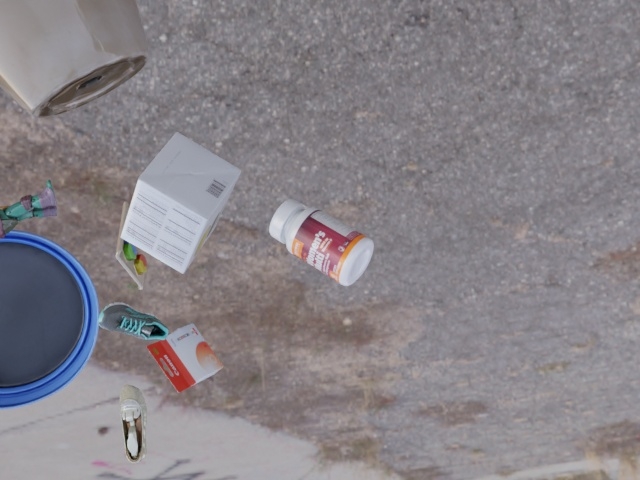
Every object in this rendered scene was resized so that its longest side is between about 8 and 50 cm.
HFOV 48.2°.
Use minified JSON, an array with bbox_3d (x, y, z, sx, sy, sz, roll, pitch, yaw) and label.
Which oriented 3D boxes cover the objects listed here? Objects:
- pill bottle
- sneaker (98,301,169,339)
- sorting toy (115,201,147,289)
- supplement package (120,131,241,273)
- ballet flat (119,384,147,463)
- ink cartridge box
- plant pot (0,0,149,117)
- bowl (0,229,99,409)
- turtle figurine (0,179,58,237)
[{"bbox_3d":[0.000,0.000,1.616,0.221,0.121,0.121,30,166,21],"label":"pill bottle"},{"bbox_3d":[-0.385,0.174,1.497,0.076,0.065,0.166,18,179,39],"label":"sneaker"},{"bbox_3d":[-0.550,0.016,2.130,0.038,0.193,0.208,-6,145,5],"label":"sorting toy"},{"bbox_3d":[-0.364,-0.093,1.857,0.198,0.199,0.263,31,139,-4],"label":"supplement package"},{"bbox_3d":[-0.400,0.394,1.535,0.057,0.168,0.052,-9,178,-3],"label":"ballet flat"},{"bbox_3d":[-0.339,0.291,1.804,0.045,0.145,0.179,-40,171,17],"label":"ink cartridge box"},{"bbox_3d":[-0.393,-0.337,1.001,0.323,0.280,0.323,-28,-173,4],"label":"plant pot"},{"bbox_3d":[-0.685,0.169,1.563,0.390,0.392,0.077,3,-176,-19],"label":"bowl"},{"bbox_3d":[-0.658,-0.061,1.448,0.234,0.118,0.175,-13,-174,-23],"label":"turtle figurine"}]
